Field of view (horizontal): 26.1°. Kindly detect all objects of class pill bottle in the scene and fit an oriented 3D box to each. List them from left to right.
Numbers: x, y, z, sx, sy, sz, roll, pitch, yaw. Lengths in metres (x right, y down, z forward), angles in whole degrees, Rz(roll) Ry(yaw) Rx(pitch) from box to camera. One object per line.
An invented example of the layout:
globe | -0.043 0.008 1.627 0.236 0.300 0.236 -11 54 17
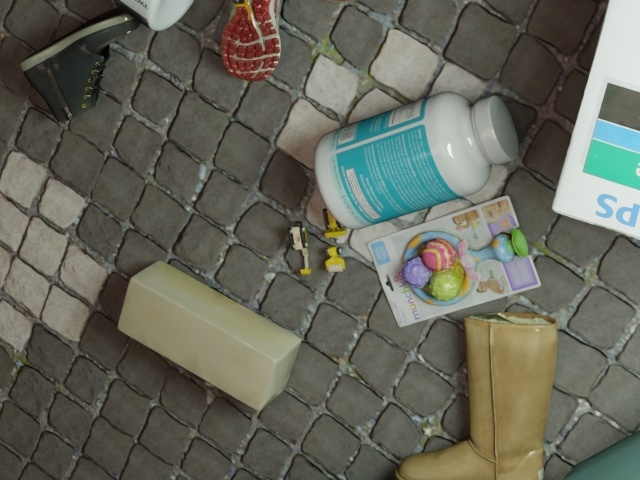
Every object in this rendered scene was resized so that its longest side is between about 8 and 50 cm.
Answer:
pill bottle | -0.301 -0.424 2.026 0.245 0.130 0.130 35 115 13
pill bottle | 0.133 -0.115 1.893 0.264 0.146 0.146 -17 96 28

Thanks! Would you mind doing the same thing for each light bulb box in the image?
light bulb box | 0.462 -0.196 1.600 0.225 0.358 0.361 20 110 21

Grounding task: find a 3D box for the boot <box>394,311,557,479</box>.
boot | 0.221 0.235 1.981 0.236 0.089 0.269 2 104 14

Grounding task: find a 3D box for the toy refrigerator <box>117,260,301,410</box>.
toy refrigerator | -0.171 0.143 2.135 0.269 0.094 0.102 28 120 17

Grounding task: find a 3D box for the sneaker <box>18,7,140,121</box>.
sneaker | -0.346 -0.273 2.126 0.222 0.083 0.118 -23 108 25

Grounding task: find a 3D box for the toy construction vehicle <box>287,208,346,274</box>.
toy construction vehicle | 0.000 0.000 2.053 0.086 0.035 0.098 -9 102 16

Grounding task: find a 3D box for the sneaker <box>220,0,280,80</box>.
sneaker | -0.091 -0.333 1.985 0.088 0.093 0.225 10 123 2

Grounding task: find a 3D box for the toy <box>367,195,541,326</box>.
toy | 0.180 0.037 1.961 0.237 0.056 0.137 -19 93 28

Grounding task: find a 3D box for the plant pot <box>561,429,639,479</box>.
plant pot | 0.504 0.351 1.757 0.334 0.341 0.341 -33 88 36

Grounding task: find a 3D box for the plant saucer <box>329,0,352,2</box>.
plant saucer | 0.032 -0.433 1.921 0.198 0.036 0.199 7 107 24
